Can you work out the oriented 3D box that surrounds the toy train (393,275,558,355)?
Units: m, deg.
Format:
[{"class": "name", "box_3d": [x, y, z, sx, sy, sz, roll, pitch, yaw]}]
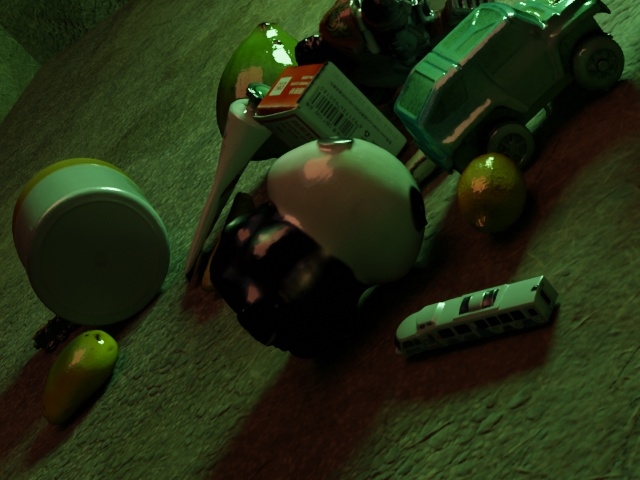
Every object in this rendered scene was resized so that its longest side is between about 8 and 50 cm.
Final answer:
[{"class": "toy train", "box_3d": [0.155, 0.084, 1.371, 0.207, 0.047, 0.043, -20, 31, 42]}]

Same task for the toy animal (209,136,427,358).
[{"class": "toy animal", "box_3d": [0.001, -0.001, 1.571, 0.267, 0.212, 0.212, -48, 23, 1]}]

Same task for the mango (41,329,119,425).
[{"class": "mango", "box_3d": [-0.376, 0.210, 1.993, 0.161, 0.076, 0.103, -57, 31, -9]}]

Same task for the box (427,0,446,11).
[{"class": "box", "box_3d": [0.135, -0.397, 2.045, 0.111, 0.194, 0.260, -38, 24, 13]}]

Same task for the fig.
[{"class": "fig", "box_3d": [-0.072, -0.239, 2.065, 0.203, 0.225, 0.203, -8, 4, 1]}]

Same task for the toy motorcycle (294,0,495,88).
[{"class": "toy motorcycle", "box_3d": [0.167, -0.311, 1.845, 0.207, 0.400, 0.134, 109, 154, -70]}]

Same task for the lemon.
[{"class": "lemon", "box_3d": [0.197, -0.053, 1.489, 0.082, 0.082, 0.111, -29, 30, 31]}]

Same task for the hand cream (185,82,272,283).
[{"class": "hand cream", "box_3d": [-0.144, -0.089, 1.985, 0.121, 0.076, 0.336, -66, 2, -59]}]

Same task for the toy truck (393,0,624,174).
[{"class": "toy truck", "box_3d": [0.233, -0.203, 1.599, 0.279, 0.156, 0.155, -44, 23, 2]}]

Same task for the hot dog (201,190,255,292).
[{"class": "hot dog", "box_3d": [-0.135, 0.000, 1.991, 0.216, 0.047, 0.066, -74, 0, -52]}]

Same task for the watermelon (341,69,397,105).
[{"class": "watermelon", "box_3d": [0.063, -0.257, 1.995, 0.125, 0.135, 0.094, -49, 42, -9]}]

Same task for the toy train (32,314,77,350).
[{"class": "toy train", "box_3d": [-0.465, 0.151, 2.284, 0.103, 0.044, 0.064, -43, 12, 2]}]

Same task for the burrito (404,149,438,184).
[{"class": "burrito", "box_3d": [0.150, -0.115, 1.732, 0.171, 0.042, 0.051, -46, 19, 3]}]

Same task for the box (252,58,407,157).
[{"class": "box", "box_3d": [0.013, -0.164, 1.856, 0.099, 0.182, 0.133, -56, 28, -17]}]

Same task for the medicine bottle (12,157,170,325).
[{"class": "medicine bottle", "box_3d": [-0.385, 0.000, 2.160, 0.238, 0.238, 0.232, -44, 25, -2]}]
